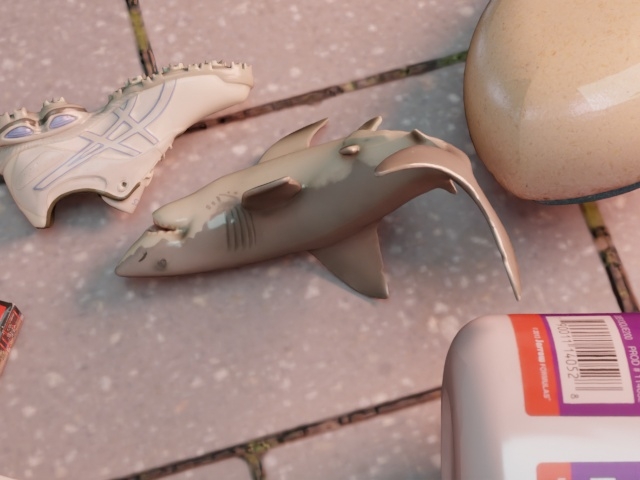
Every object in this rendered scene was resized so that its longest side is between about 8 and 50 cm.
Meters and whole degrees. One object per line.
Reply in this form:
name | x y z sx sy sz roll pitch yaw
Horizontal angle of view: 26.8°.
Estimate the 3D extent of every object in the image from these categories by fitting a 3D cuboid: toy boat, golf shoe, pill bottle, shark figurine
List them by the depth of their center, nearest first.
pill bottle | 0.228 0.127 0.709 0.323 0.181 0.181 0 67 1
shark figurine | 0.027 -0.011 0.803 0.166 0.278 0.116 -39 111 -42
toy boat | 0.244 -0.095 0.812 0.318 0.148 0.267 25 66 39
golf shoe | -0.121 -0.062 0.875 0.176 0.069 0.086 -18 88 -3

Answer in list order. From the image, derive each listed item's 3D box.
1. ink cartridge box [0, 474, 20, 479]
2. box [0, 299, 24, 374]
ink cartridge box | -0.305 0.171 0.657 0.385 0.279 0.160 16 67 8
box | -0.251 0.092 0.823 0.094 0.027 0.137 15 69 10
